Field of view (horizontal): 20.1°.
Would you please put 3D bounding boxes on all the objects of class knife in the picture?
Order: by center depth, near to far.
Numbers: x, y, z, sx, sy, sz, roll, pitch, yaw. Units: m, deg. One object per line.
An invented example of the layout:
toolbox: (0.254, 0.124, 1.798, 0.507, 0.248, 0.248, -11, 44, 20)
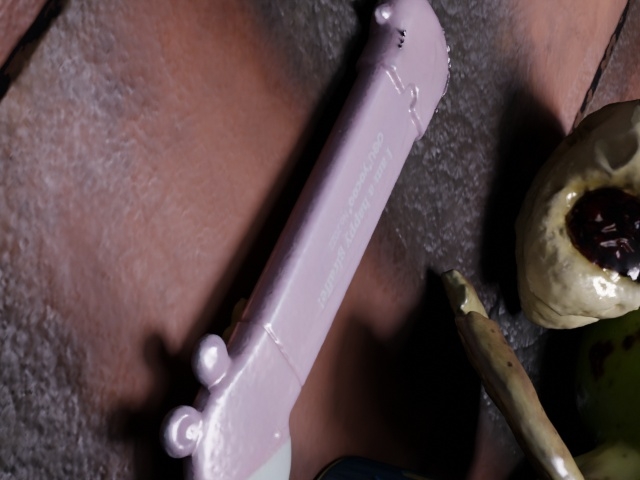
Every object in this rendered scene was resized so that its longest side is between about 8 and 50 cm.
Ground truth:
knife: (-0.001, 0.000, 1.097, 0.398, 0.038, 0.132, -64, 144, -31)

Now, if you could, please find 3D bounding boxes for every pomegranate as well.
pomegranate: (0.277, 0.134, 1.417, 0.306, 0.242, 0.242, -9, 104, -24)

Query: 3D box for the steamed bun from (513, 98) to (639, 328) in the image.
steamed bun: (0.210, -0.003, 1.339, 0.141, 0.172, 0.155, 45, 78, -5)

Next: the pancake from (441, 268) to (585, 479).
pancake: (0.137, 0.119, 1.215, 0.212, 0.029, 0.235, 60, 3, -19)

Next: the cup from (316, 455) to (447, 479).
cup: (0.088, 0.213, 1.155, 0.176, 0.155, 0.131, 1, 95, -56)
